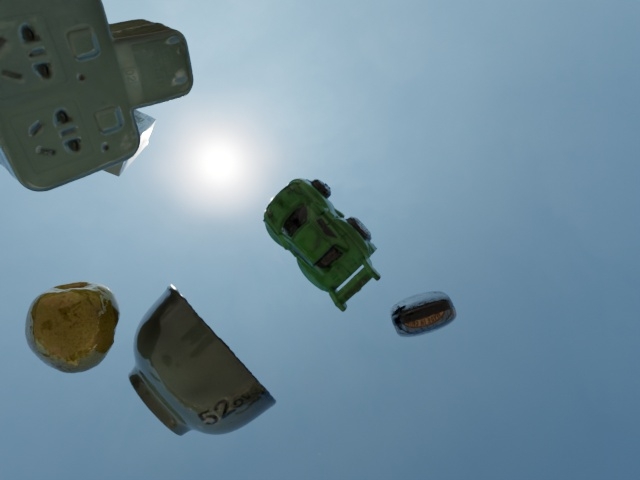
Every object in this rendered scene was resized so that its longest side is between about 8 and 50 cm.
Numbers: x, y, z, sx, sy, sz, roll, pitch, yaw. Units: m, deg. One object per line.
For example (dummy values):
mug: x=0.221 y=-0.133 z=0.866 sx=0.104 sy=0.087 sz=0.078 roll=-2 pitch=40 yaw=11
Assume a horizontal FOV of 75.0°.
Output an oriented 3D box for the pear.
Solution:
pear: x=-0.473 y=0.167 z=0.811 sx=0.178 sy=0.178 sz=0.178 roll=2 pitch=-116 yaw=-5

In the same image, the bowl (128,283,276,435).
bowl: x=-0.280 y=0.285 z=0.901 sx=0.354 sy=0.354 sz=0.185 roll=43 pitch=-111 yaw=15

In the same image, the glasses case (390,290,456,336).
glasses case: x=0.217 y=0.158 z=0.907 sx=0.122 sy=0.321 sz=0.082 roll=-22 pitch=-100 yaw=7

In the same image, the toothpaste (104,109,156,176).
toothpaste: x=-0.463 y=-0.246 z=1.003 sx=0.067 sy=0.081 sz=0.336 roll=24 pitch=-163 yaw=-21

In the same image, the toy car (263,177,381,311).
toy car: x=0.000 y=0.000 z=1.143 sx=0.213 sy=0.176 sz=0.359 roll=-43 pitch=-92 yaw=16

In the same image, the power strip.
power strip: x=-0.320 y=-0.224 z=0.551 sx=0.141 sy=0.229 sz=0.261 roll=33 pitch=-130 yaw=29
